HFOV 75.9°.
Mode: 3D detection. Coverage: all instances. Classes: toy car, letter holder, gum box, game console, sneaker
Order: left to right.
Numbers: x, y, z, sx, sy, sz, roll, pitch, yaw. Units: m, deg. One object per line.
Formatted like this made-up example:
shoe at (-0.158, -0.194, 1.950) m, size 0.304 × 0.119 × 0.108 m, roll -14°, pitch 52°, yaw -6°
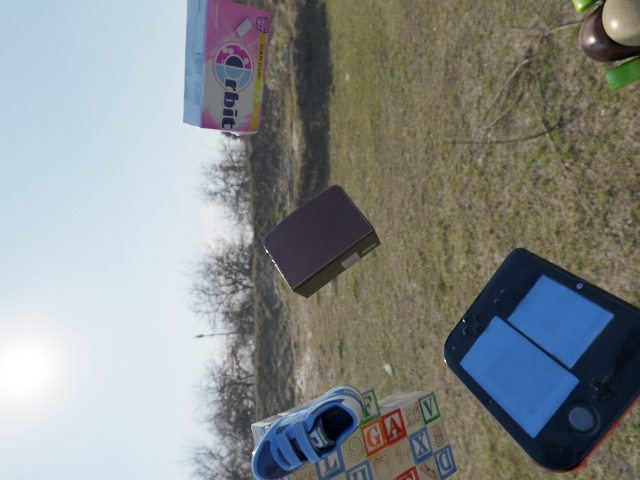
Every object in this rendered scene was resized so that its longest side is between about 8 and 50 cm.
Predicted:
gum box at (-0.146, -0.258, 0.631) m, size 0.062 × 0.107 × 0.189 m, roll 27°, pitch 115°, yaw 41°
sneaker at (-0.015, 0.208, 0.437) m, size 0.053 × 0.144 × 0.059 m, roll 53°, pitch 178°, yaw 2°
letter holder at (0.000, 0.000, 1.290) m, size 0.215 × 0.301 × 0.152 m, roll 54°, pitch -177°, yaw 22°
game console at (0.453, 0.225, 0.860) m, size 0.342 × 0.060 × 0.386 m, roll -61°, pitch 28°, yaw 11°
toy car at (0.418, -0.296, 0.508) m, size 0.155 × 0.148 × 0.188 m, roll 66°, pitch -154°, yaw 0°

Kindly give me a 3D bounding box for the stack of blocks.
stack of blocks at (0.061, 0.318, 0.625) m, size 0.087 × 0.296 × 0.171 m, roll -28°, pitch 72°, yaw 52°
